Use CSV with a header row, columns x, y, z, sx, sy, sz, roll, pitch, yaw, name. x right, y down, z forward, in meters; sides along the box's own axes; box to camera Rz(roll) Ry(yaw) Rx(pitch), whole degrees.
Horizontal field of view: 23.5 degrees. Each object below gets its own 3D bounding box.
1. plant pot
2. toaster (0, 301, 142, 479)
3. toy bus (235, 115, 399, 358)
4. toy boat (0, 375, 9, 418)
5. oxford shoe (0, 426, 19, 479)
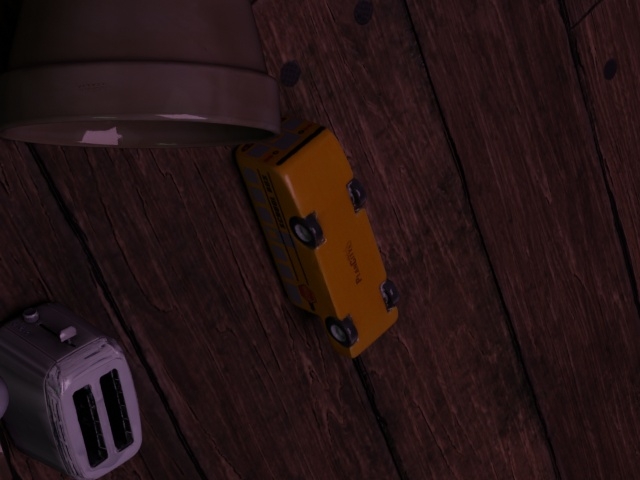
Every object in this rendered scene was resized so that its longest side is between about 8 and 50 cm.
x,y,z,sx,sy,sz,roll,pitch,yaw,name
-0.206,-0.253,1.718,0.323,0.323,0.280,0,89,-45,plant pot
-0.306,0.194,1.865,0.129,0.146,0.227,-28,123,-35,toaster
0.000,0.000,2.115,0.108,0.130,0.332,-41,130,-29,toy bus
-0.465,0.241,1.674,0.318,0.148,0.267,-51,138,8,toy boat
-0.403,0.314,1.883,0.076,0.076,0.212,-16,122,-8,oxford shoe
